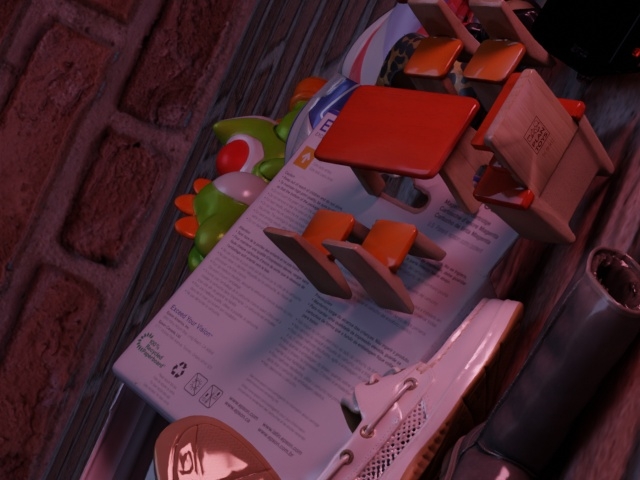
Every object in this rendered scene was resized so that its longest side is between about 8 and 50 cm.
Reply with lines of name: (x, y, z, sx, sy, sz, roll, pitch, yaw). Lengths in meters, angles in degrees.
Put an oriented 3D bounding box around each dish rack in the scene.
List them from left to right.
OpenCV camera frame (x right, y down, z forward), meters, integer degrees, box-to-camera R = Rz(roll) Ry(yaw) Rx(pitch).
dish rack: (-0.182, 0.290, 1.700, 0.285, 0.072, 0.332, 72, -141, -67)

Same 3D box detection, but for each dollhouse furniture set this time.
dollhouse furniture set: (0.097, -0.083, 1.369, 0.259, 0.135, 0.262, 12, 65, 48)

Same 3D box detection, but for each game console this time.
game console: (0.302, -0.295, 1.372, 0.361, 0.044, 0.213, -58, 16, 10)

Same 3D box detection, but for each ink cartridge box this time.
ink cartridge box: (0.008, 0.064, 1.482, 0.330, 0.071, 0.324, -49, 38, -8)

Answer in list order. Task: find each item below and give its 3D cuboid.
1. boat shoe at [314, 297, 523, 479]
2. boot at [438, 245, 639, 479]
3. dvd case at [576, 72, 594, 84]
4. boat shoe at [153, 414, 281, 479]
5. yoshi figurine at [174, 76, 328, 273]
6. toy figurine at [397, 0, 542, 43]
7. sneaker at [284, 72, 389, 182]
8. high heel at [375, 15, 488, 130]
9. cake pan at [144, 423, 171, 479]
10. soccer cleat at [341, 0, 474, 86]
boat shoe: (0.058, 0.139, 1.284, 0.277, 0.096, 0.098, -51, -24, -25)
boot: (0.156, 0.123, 1.151, 0.208, 0.076, 0.189, -51, 17, 26)
dvd case: (0.263, -0.198, 1.449, 0.119, 0.013, 0.087, -45, 22, 51)
boat shoe: (-0.048, 0.270, 1.294, 0.103, 0.285, 0.092, -27, -18, -31)
yoshi figurine: (-0.037, -0.044, 2.109, 0.203, 0.203, 0.362, -6, 31, 28)
toy figurine: (0.166, -0.292, 1.590, 0.209, 0.213, 0.148, -57, -2, 14)
sneaker: (-0.001, 0.001, 1.720, 0.315, 0.127, 0.182, -57, 25, 7)
high heel: (0.109, -0.137, 1.765, 0.261, 0.093, 0.186, -43, 24, 47)
cake pan: (-0.108, 0.248, 1.660, 0.293, 0.054, 0.293, 19, -90, -73)
soccer cleat: (0.140, -0.266, 1.919, 0.318, 0.109, 0.116, -55, 38, 25)
